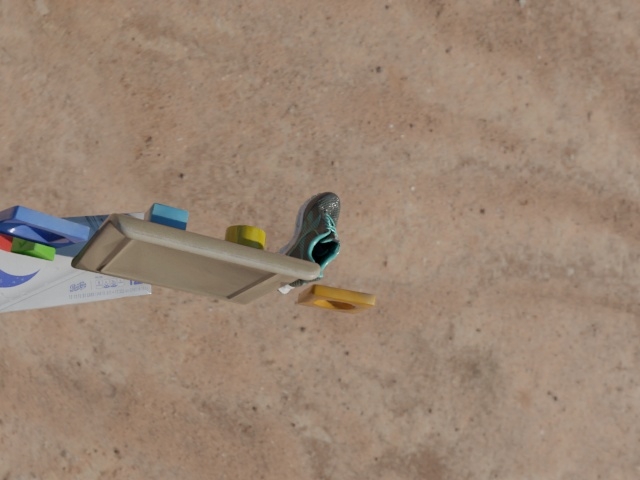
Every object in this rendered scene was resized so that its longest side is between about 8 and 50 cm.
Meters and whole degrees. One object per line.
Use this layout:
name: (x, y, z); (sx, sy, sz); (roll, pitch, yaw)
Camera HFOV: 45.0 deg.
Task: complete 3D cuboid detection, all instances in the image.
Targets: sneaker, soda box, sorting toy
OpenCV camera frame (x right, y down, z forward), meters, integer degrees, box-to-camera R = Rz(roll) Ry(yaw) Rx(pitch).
sneaker: (0.000, 0.000, 0.989); (0.065, 0.076, 0.166); (52, 47, -31)
soda box: (-0.323, 0.028, 0.778); (0.286, 0.098, 0.091); (-5, 88, -31)
sorting toy: (-0.116, 0.011, 0.701); (0.347, 0.196, 0.047); (15, 73, -24)
